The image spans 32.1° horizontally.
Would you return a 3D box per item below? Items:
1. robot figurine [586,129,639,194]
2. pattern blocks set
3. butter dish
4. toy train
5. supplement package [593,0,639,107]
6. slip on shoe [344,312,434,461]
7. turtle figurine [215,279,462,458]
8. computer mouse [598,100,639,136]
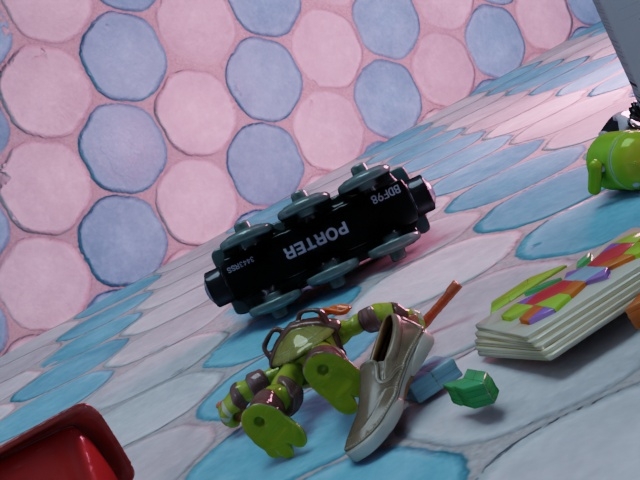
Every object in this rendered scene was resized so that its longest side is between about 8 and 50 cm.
[{"bbox_3d":[0.341,-0.089,1.241,0.101,0.067,0.115,-16,6,-12],"label":"robot figurine"},{"bbox_3d":[0.216,0.037,0.890,0.324,0.026,0.285,-32,4,-23],"label":"pattern blocks set"},{"bbox_3d":[-0.206,0.224,0.839,0.160,0.118,0.160,-30,-31,-13],"label":"butter dish"},{"bbox_3d":[0.000,0.000,1.527,0.333,0.142,0.190,-26,-1,2],"label":"toy train"},{"bbox_3d":[0.354,-0.159,1.015,0.139,0.244,0.134,-25,8,15],"label":"supplement package"},{"bbox_3d":[0.046,0.112,0.873,0.051,0.041,0.135,-37,16,52],"label":"slip on shoe"},{"bbox_3d":[0.004,0.103,1.009,0.269,0.087,0.217,-25,8,8],"label":"turtle figurine"},{"bbox_3d":[0.388,-0.137,1.338,0.106,0.042,0.193,16,2,-7],"label":"computer mouse"}]
